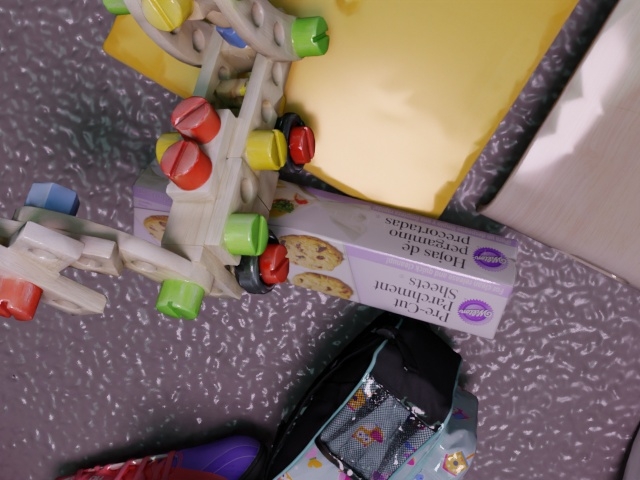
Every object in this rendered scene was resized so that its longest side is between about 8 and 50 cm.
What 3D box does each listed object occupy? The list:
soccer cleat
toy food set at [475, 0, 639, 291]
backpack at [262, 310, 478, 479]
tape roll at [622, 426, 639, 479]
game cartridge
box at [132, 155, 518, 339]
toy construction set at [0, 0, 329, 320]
[{"bbox_3d":[-0.198,0.260,0.733,0.318,0.108,0.116,-33,95,14],"label":"soccer cleat"},{"bbox_3d":[0.300,-0.101,0.621,0.220,0.092,0.306,26,112,-3],"label":"toy food set"},{"bbox_3d":[0.043,0.170,0.658,0.144,0.166,0.188,46,107,-2],"label":"backpack"},{"bbox_3d":[0.350,0.193,0.576,0.100,0.286,0.286,25,104,-2],"label":"tape roll"},{"bbox_3d":[0.024,-0.201,0.633,0.324,0.052,0.285,30,104,-6],"label":"game cartridge"},{"bbox_3d":[0.000,0.000,0.647,0.324,0.063,0.067,16,131,6],"label":"box"},{"bbox_3d":[-0.096,-0.076,0.519,0.151,0.215,0.327,17,71,27],"label":"toy construction set"}]
